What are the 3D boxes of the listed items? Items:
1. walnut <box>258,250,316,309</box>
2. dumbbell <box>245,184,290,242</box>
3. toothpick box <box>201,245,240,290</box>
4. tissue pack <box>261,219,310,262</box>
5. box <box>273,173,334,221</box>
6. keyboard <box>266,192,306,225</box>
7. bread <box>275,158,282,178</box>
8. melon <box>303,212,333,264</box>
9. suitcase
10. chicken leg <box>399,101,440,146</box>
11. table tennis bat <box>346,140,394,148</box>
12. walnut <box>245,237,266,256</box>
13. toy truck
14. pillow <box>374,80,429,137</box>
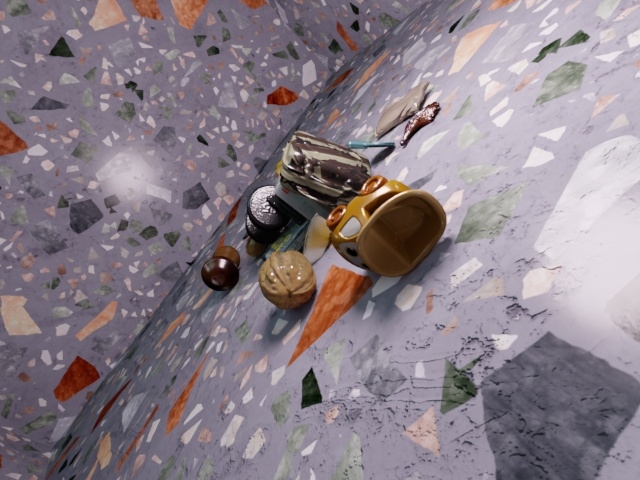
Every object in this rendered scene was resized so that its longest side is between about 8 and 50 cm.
[{"bbox_3d":[-0.114,0.129,1.366,0.198,0.198,0.245,-45,26,12],"label":"walnut"},{"bbox_3d":[-0.244,-0.112,1.865,0.203,0.204,0.322,-58,3,-18],"label":"dumbbell"},{"bbox_3d":[-0.515,0.142,2.129,0.192,0.192,0.294,-45,16,12],"label":"toothpick box"},{"bbox_3d":[-0.137,0.016,1.729,0.257,0.081,0.185,-51,21,-3],"label":"tissue pack"},{"bbox_3d":[-0.065,-0.166,1.635,0.079,0.269,0.135,-46,20,20],"label":"box"},{"bbox_3d":[-0.138,-0.137,1.686,0.064,0.198,0.010,-43,-22,-21],"label":"keyboard"},{"bbox_3d":[-0.047,-0.349,1.898,0.341,0.210,0.300,-23,13,23],"label":"bread"},{"bbox_3d":[-0.003,-0.001,1.529,0.139,0.093,0.202,-30,-46,-77],"label":"melon"},{"bbox_3d":[0.015,-0.239,1.500,0.339,0.352,0.194,-88,19,-55],"label":"suitcase"},{"bbox_3d":[0.378,-0.452,1.548,0.205,0.053,0.093,-46,36,21],"label":"chicken leg"},{"bbox_3d":[0.203,-0.386,1.624,0.124,0.201,0.033,-153,61,-72],"label":"table tennis bat"},{"bbox_3d":[-0.332,0.029,2.059,0.105,0.105,0.124,-20,37,51],"label":"walnut"},{"bbox_3d":[0.168,-0.035,1.068,0.288,0.204,0.211,-43,25,12],"label":"toy truck"},{"bbox_3d":[0.352,-0.568,1.749,0.270,0.067,0.173,-23,39,50],"label":"pillow"}]
